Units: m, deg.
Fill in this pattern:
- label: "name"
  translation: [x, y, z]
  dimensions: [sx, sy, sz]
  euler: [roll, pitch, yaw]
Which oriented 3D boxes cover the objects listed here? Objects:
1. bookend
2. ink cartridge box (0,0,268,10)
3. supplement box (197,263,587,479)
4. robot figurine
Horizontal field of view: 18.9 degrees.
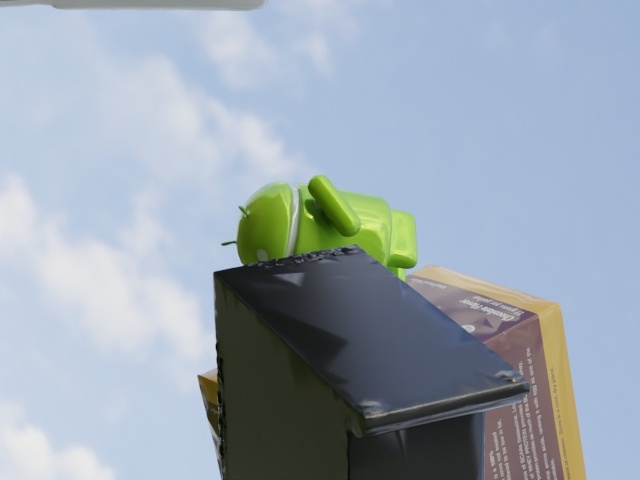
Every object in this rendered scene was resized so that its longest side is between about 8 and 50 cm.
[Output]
- label: "bookend"
  translation: [0.018, 0.104, 0.812]
  dimensions: [0.157, 0.072, 0.156]
  euler: [-142, -134, -58]
- label: "ink cartridge box"
  translation: [-0.112, -0.244, 0.997]
  dimensions: [0.066, 0.261, 0.296]
  euler: [65, -33, 34]
- label: "supplement box"
  translation: [0.052, 0.146, 1.219]
  dimensions: [0.129, 0.194, 0.191]
  euler: [18, -55, 51]
- label: "robot figurine"
  translation: [0.000, 0.000, 1.173]
  dimensions: [0.101, 0.115, 0.067]
  euler: [116, -20, -51]
